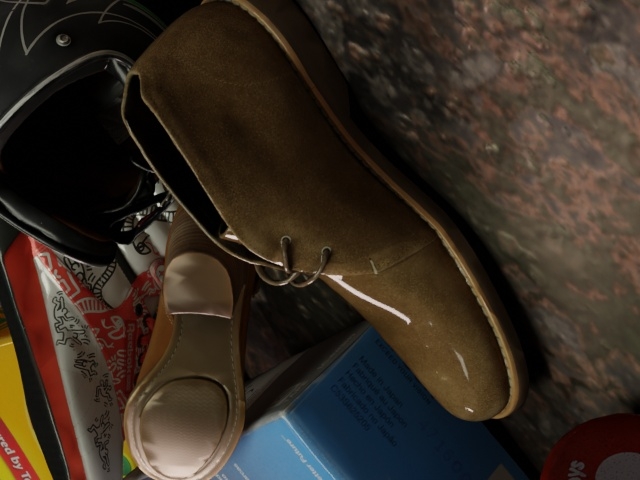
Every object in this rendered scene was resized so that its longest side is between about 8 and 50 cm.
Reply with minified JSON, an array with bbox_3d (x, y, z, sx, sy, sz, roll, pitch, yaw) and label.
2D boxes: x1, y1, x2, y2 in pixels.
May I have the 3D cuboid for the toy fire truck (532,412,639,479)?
[{"bbox_3d":[0.168,0.261,1.029,0.302,0.254,0.169,34,148,29],"label":"toy fire truck"}]

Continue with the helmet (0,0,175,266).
[{"bbox_3d":[-0.153,-0.082,1.178,0.161,0.169,0.169,38,155,-16],"label":"helmet"}]

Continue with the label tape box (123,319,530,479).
[{"bbox_3d":[0.011,0.210,1.319,0.249,0.115,0.348,49,150,-6],"label":"label tape box"}]

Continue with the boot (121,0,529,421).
[{"bbox_3d":[0.000,0.000,1.116,0.305,0.115,0.112,52,149,-6],"label":"boot"}]

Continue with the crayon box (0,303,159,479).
[{"bbox_3d":[-0.203,0.145,1.492,0.319,0.081,0.202,-17,110,34],"label":"crayon box"}]

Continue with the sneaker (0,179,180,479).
[{"bbox_3d":[-0.137,0.061,1.318,0.090,0.145,0.270,-176,69,-70],"label":"sneaker"}]

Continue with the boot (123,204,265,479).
[{"bbox_3d":[-0.067,0.044,1.207,0.073,0.152,0.197,14,122,0],"label":"boot"}]
